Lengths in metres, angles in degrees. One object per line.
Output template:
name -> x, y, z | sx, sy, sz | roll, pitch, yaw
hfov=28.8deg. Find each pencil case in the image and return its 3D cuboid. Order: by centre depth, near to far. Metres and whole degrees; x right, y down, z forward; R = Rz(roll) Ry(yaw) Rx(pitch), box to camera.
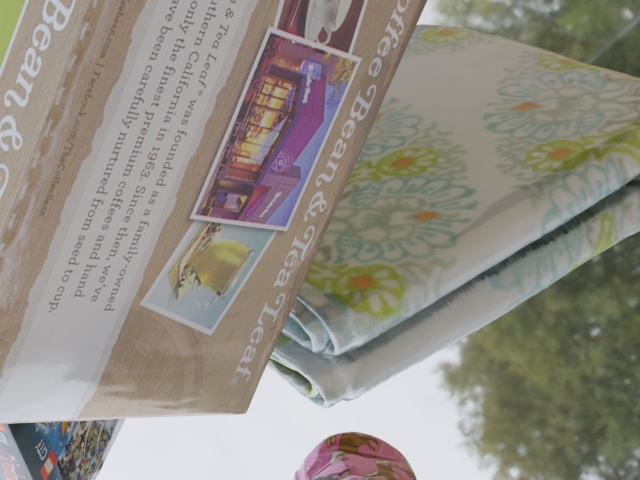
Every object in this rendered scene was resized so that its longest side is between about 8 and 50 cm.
pencil case -> 0.056, 0.344, 1.394 | 0.167, 0.160, 0.386 | 60, -178, -10

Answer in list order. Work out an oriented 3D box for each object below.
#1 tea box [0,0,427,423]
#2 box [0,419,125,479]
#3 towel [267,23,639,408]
tea box -> -0.147, -0.122, 0.668 | 0.323, 0.329, 0.220 | 31, -166, 35
box -> -0.216, 0.130, 1.028 | 0.044, 0.233, 0.159 | 16, -124, 12
towel -> 0.060, -0.043, 0.917 | 0.320, 0.374, 0.090 | 32, 143, 49
